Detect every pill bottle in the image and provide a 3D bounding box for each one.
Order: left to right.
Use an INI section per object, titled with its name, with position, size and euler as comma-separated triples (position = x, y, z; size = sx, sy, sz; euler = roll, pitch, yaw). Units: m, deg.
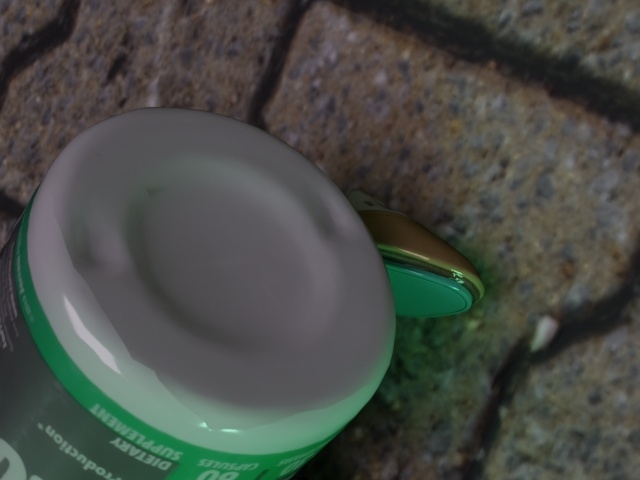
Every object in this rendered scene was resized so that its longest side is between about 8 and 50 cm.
[pill bottle]
position = -0.127, 0.105, 0.816
size = 0.361, 0.204, 0.204
euler = -50, 59, 44

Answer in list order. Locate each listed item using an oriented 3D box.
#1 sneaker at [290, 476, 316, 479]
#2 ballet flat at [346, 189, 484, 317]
[sneaker]
position = 0.053, 0.286, 0.784
size = 0.146, 0.134, 0.343
euler = -24, 61, -5
[ballet flat]
position = 0.000, 0.000, 0.854
size = 0.232, 0.080, 0.073
euler = 1, 58, 34
